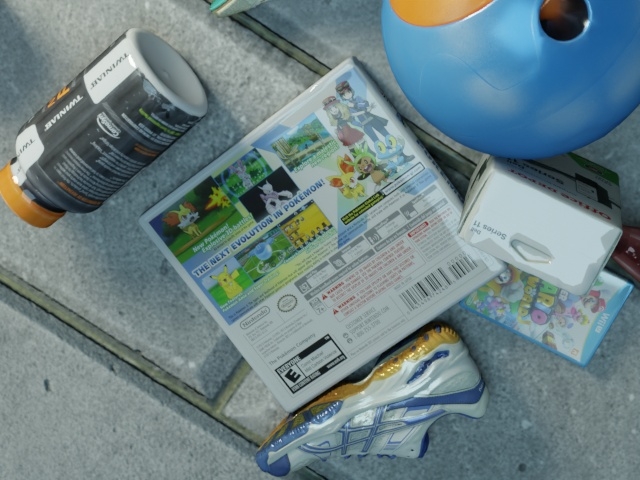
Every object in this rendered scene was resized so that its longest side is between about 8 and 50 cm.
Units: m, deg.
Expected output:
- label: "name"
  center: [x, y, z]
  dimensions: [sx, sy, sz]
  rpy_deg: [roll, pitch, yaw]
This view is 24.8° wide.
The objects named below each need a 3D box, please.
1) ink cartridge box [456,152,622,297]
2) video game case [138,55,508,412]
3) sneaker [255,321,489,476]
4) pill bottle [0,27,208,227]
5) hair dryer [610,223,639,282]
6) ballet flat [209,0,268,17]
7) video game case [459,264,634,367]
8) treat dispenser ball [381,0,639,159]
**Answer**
- label: "ink cartridge box"
  center: [0.236, -0.038, 1.552]
  dimensions: [0.153, 0.208, 0.087]
  rpy_deg: [25, 111, 0]
- label: "video game case"
  center: [0.000, 0.000, 1.692]
  dimensions: [0.329, 0.036, 0.300]
  rpy_deg: [-35, 97, 20]
- label: "sneaker"
  center: [0.062, 0.223, 1.726]
  dimensions: [0.296, 0.112, 0.131]
  rpy_deg: [-32, 101, 19]
- label: "pill bottle"
  center: [-0.256, -0.118, 1.653]
  dimensions: [0.246, 0.130, 0.130]
  rpy_deg: [-39, 99, 19]
- label: "hair dryer"
  center: [0.449, -0.008, 1.583]
  dimensions: [0.294, 0.080, 0.223]
  rpy_deg: [-10, 118, -1]
- label: "ballet flat"
  center: [-0.052, -0.294, 1.598]
  dimensions: [0.052, 0.057, 0.168]
  rpy_deg: [38, 112, -19]
- label: "video game case"
  center: [0.261, 0.062, 1.686]
  dimensions: [0.166, 0.015, 0.119]
  rpy_deg: [26, 111, 0]
- label: "treat dispenser ball"
  center: [0.205, -0.224, 1.451]
  dimensions: [0.288, 0.288, 0.288]
  rpy_deg: [3, 109, 9]
